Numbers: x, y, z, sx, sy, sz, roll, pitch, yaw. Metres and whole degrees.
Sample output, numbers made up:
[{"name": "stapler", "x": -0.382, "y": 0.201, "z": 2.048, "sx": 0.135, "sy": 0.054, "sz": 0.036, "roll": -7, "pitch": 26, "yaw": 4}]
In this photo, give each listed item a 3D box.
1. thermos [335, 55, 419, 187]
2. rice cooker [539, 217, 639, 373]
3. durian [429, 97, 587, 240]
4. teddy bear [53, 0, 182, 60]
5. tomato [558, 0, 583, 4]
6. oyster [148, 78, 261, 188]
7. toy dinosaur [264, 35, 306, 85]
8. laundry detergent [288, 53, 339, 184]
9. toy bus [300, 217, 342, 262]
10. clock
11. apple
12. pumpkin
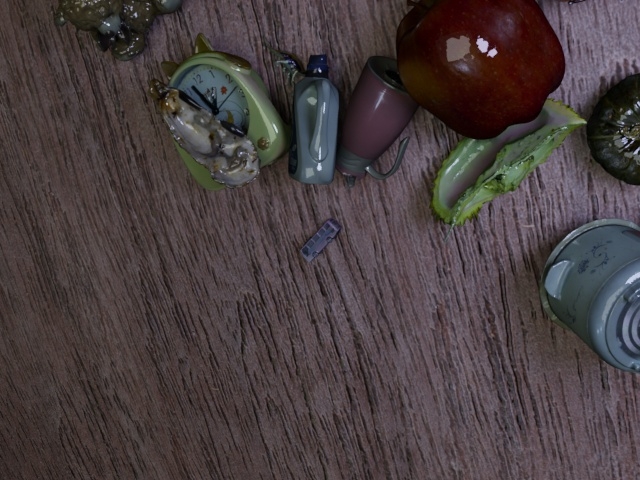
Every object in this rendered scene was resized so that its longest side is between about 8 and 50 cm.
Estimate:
[{"name": "thermos", "x": 0.125, "y": -0.251, "z": 1.304, "sx": 0.176, "sy": 0.146, "sz": 0.265, "roll": 41, "pitch": 130, "yaw": 18}, {"name": "rice cooker", "x": 0.603, "y": 0.103, "z": 1.170, "sx": 0.316, "sy": 0.316, "sz": 0.264, "roll": 16, "pitch": 108, "yaw": 16}, {"name": "durian", "x": 0.365, "y": -0.167, "z": 1.223, "sx": 0.157, "sy": 0.169, "sz": 0.355, "roll": 46, "pitch": 115, "yaw": 0}, {"name": "teddy bear", "x": -0.489, "y": -0.550, "z": 1.370, "sx": 0.267, "sy": 0.256, "sz": 0.156, "roll": -33, "pitch": 91, "yaw": 29}, {"name": "tomato", "x": 0.461, "y": -0.568, "z": 0.973, "sx": 0.309, "sy": 0.170, "sz": 0.309, "roll": 0, "pitch": 91, "yaw": -2}, {"name": "oyster", "x": -0.275, "y": -0.257, "z": 1.373, "sx": 0.345, "sy": 0.078, "sz": 0.129, "roll": 43, "pitch": 99, "yaw": 5}, {"name": "toy dinosaur", "x": -0.077, "y": -0.413, "z": 1.381, "sx": 0.180, "sy": 0.037, "sz": 0.058, "roll": 37, "pitch": 96, "yaw": -3}, {"name": "laundry detergent", "x": -0.011, "y": -0.275, "z": 1.312, "sx": 0.105, "sy": 0.215, "sz": 0.280, "roll": 4, "pitch": 103, "yaw": -9}, {"name": "toy bus", "x": 0.000, "y": 0.000, "z": 1.513, "sx": 0.052, "sy": 0.037, "sz": 0.131, "roll": 45, "pitch": 119, "yaw": 3}, {"name": "clock", "x": -0.246, "y": -0.319, "z": 1.440, "sx": 0.286, "sy": 0.117, "sz": 0.348, "roll": -24, "pitch": 99, "yaw": 28}, {"name": "apple", "x": 0.293, "y": -0.358, "z": 1.113, "sx": 0.317, "sy": 0.288, "sz": 0.288, "roll": 40, "pitch": 121, "yaw": -14}, {"name": "pumpkin", "x": 0.626, "y": -0.212, "z": 1.107, "sx": 0.223, "sy": 0.157, "sz": 0.224, "roll": 11, "pitch": 111, "yaw": 30}]
